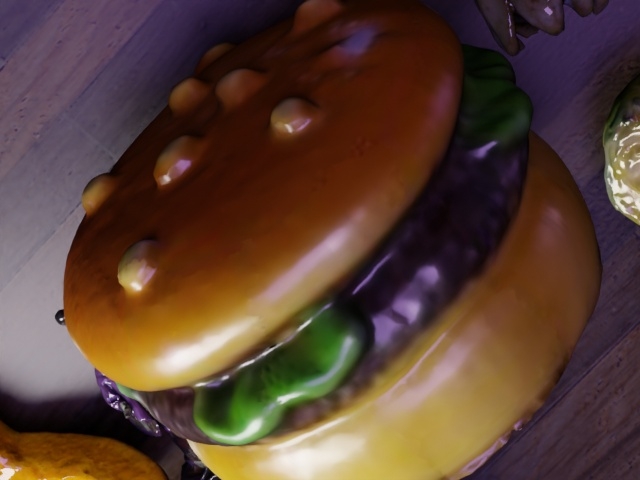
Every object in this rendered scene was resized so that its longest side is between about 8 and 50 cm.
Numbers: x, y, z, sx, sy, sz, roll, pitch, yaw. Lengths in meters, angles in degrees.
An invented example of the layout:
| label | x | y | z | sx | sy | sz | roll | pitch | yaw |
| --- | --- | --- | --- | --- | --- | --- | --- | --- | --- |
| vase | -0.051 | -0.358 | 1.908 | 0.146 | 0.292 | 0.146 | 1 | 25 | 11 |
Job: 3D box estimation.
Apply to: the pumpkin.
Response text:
| label | x | y | z | sx | sy | sz | roll | pitch | yaw |
| --- | --- | --- | --- | --- | --- | --- | --- | --- | --- |
| pumpkin | -0.295 | 0.248 | 1.599 | 0.290 | 0.095 | 0.258 | 21 | 117 | 0 |

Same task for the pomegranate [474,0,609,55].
| label | x | y | z | sx | sy | sz | roll | pitch | yaw |
| --- | --- | --- | --- | --- | --- | --- | --- | --- | --- |
| pomegranate | 0.081 | -0.282 | 1.340 | 0.242 | 0.242 | 0.306 | -10 | 86 | 2 |

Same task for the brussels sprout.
| label | x | y | z | sx | sy | sz | roll | pitch | yaw |
| --- | --- | --- | --- | --- | --- | --- | --- | --- | --- |
| brussels sprout | 0.313 | -0.082 | 1.492 | 0.149 | 0.122 | 0.151 | -17 | 111 | 40 |

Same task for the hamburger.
| label | x | y | z | sx | sy | sz | roll | pitch | yaw |
| --- | --- | --- | --- | --- | --- | --- | --- | --- | --- |
| hamburger | 0.000 | 0.000 | 1.357 | 0.396 | 0.396 | 0.277 | -38 | 116 | 11 |

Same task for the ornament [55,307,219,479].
| label | x | y | z | sx | sy | sz | roll | pitch | yaw |
| --- | --- | --- | --- | --- | --- | --- | --- | --- | --- |
| ornament | -0.143 | 0.122 | 1.571 | 0.081 | 0.088 | 0.203 | -33 | 105 | 8 |
